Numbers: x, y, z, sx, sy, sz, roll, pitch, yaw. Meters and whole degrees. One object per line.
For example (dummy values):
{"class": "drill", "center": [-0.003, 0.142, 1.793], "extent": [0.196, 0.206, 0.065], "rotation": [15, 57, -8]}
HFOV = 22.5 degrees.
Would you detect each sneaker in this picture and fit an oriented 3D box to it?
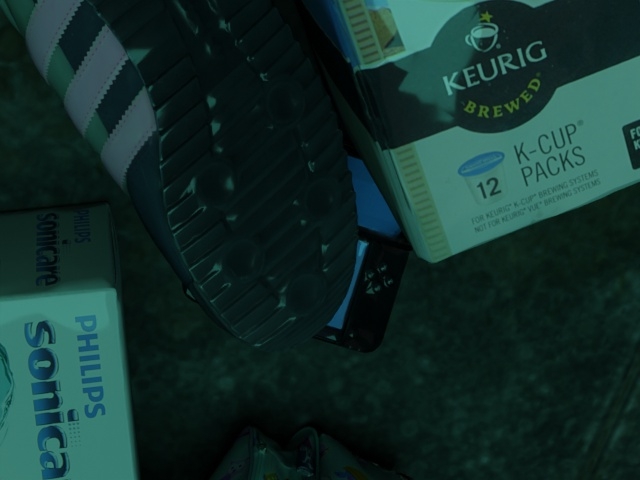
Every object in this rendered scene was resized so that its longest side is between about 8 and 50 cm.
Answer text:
{"class": "sneaker", "center": [-0.085, -0.092, 0.801], "extent": [0.112, 0.131, 0.319], "rotation": [-34, 114, -23]}

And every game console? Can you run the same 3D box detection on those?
{"class": "game console", "center": [0.000, 0.000, 0.879], "extent": [0.122, 0.071, 0.107], "rotation": [18, 88, -16]}

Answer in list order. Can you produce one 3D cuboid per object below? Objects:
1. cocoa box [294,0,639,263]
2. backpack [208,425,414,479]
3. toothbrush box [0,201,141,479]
{"class": "cocoa box", "center": [0.147, -0.187, 0.735], "extent": [0.347, 0.231, 0.228], "rotation": [-21, 116, 0]}
{"class": "backpack", "center": [-0.020, 0.208, 0.907], "extent": [0.144, 0.188, 0.166], "rotation": [28, 107, -20]}
{"class": "toothbrush box", "center": [-0.246, 0.110, 0.860], "extent": [0.295, 0.126, 0.216], "rotation": [-6, 114, -6]}
